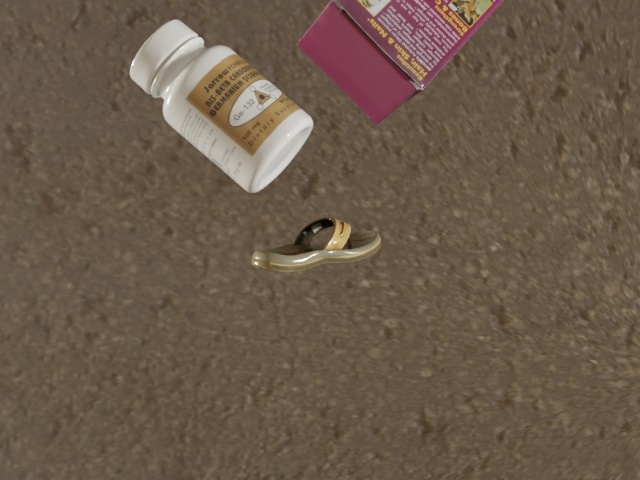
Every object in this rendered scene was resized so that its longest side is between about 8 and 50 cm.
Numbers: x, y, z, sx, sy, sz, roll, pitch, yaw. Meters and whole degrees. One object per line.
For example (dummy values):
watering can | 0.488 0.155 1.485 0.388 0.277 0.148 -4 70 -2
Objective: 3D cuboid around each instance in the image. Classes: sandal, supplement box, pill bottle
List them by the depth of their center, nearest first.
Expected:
supplement box | 0.039 -0.102 0.477 0.055 0.043 0.083 46 61 -5
sandal | 0.000 0.000 1.151 0.072 0.180 0.049 5 100 46
pill bottle | -0.134 -0.182 1.398 0.229 0.131 0.131 41 97 5
